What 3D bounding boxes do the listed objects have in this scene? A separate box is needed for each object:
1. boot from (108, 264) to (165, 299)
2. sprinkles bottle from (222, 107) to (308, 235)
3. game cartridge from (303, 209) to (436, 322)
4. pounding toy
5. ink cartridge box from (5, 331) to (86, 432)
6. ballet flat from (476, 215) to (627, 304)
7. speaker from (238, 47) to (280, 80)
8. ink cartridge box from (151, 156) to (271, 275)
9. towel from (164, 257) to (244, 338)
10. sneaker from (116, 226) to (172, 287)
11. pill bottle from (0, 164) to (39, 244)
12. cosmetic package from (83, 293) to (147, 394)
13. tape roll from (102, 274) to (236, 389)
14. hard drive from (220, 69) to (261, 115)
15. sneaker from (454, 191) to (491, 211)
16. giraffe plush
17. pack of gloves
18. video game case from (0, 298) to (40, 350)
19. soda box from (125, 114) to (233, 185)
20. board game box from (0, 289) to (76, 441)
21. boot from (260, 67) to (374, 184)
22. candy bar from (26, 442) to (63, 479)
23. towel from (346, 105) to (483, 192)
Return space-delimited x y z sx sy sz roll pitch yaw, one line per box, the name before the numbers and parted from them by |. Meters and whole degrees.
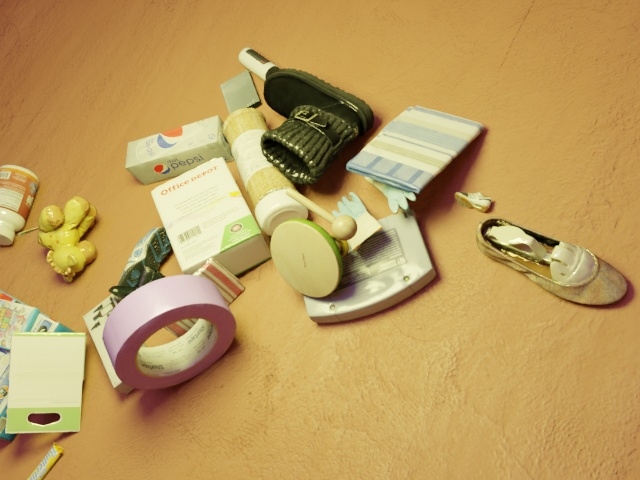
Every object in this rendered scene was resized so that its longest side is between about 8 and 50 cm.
boot | -0.449 0.109 1.779 0.099 0.121 0.045 -65 23 -6
sprinkles bottle | -0.143 -0.176 1.789 0.121 0.121 0.355 -29 55 7
game cartridge | 0.097 0.066 1.589 0.294 0.060 0.196 -22 53 12
pounding toy | 0.000 0.000 1.548 0.183 0.236 0.110 34 43 19
ink cartridge box | -0.656 0.338 1.726 0.171 0.056 0.235 3 82 -16
ballet flat | 0.442 0.034 1.417 0.316 0.106 0.107 22 74 32
speaker | -0.171 -0.491 2.020 0.055 0.055 0.136 -45 54 -4
ink cartridge box | -0.269 -0.042 1.758 0.201 0.117 0.278 -27 54 -4
towel | -0.284 0.137 1.666 0.197 0.144 0.029 -43 49 -3
sneaker | -0.452 0.059 1.839 0.211 0.080 0.081 -57 32 -11
pill bottle | -0.912 -0.102 2.098 0.121 0.121 0.216 -3 62 23
cosmetic package | -0.490 0.249 1.748 0.099 0.060 0.239 -39 54 1
tape roll | -0.327 0.203 1.567 0.275 0.275 0.090 -37 55 1
hard drive | -0.224 -0.408 2.017 0.094 0.022 0.135 -27 55 8
sneaker | 0.338 -0.091 1.585 0.083 0.032 0.037 26 62 28
giraffe plush | -0.672 0.009 1.918 0.210 0.181 0.170 -30 76 -6
pack of gloves | 0.129 -0.078 1.632 0.195 0.046 0.232 -41 28 8
video game case | -0.800 0.214 1.829 0.166 0.015 0.119 8 66 28
soda box | -0.381 -0.242 1.950 0.286 0.098 0.091 -13 58 18
board game box | -0.823 0.308 1.850 0.302 0.086 0.308 20 72 32
boot | -0.071 -0.288 1.766 0.348 0.131 0.260 25 56 33
candy bar | -0.662 0.547 1.686 0.040 0.018 0.161 31 80 34
towel | 0.217 -0.212 1.640 0.209 0.034 0.285 22 50 33
